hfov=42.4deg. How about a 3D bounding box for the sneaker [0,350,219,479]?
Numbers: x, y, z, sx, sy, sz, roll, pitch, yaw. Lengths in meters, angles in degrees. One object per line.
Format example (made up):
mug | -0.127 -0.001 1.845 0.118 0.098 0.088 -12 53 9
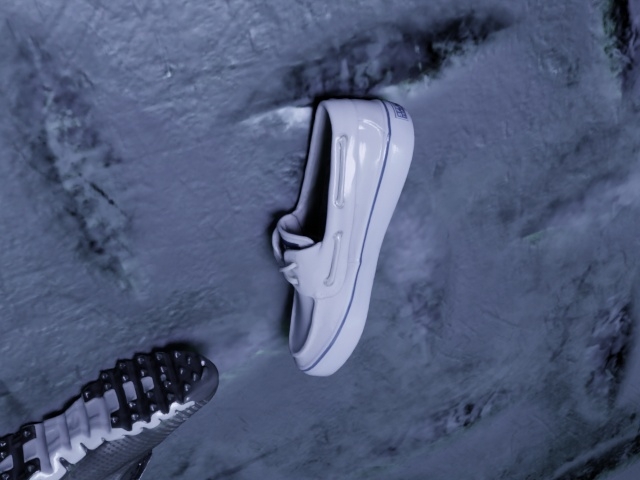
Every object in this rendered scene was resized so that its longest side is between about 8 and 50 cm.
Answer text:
sneaker | -0.186 0.182 0.748 0.234 0.078 0.106 -30 135 1

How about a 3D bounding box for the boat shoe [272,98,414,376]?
boat shoe | 0.000 0.000 0.705 0.084 0.095 0.258 5 111 -25
